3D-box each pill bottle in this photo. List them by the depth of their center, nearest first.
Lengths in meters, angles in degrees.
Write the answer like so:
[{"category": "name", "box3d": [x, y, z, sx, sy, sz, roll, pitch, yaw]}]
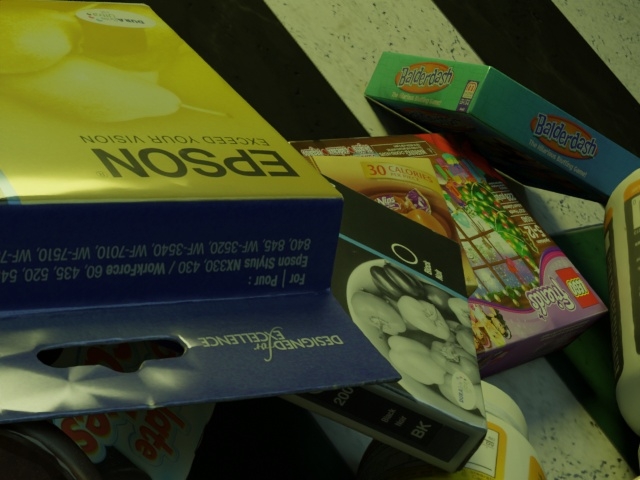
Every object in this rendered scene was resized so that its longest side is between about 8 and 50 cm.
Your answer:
[{"category": "pill bottle", "box3d": [0.072, 0.169, 0.970, 0.117, 0.117, 0.208, 39, 27, -12]}, {"category": "pill bottle", "box3d": [0.317, 0.076, 1.368, 0.162, 0.162, 0.278, 29, 46, -30]}]

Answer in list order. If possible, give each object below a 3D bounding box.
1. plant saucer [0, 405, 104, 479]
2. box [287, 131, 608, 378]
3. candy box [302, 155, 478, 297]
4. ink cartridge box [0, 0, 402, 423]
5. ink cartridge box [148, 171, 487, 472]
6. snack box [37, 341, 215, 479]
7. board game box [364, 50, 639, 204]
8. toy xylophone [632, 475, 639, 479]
[{"category": "plant saucer", "box3d": [-0.152, 0.139, 0.695, 0.168, 0.029, 0.168, 10, 68, -25]}, {"category": "box", "box3d": [0.090, 0.010, 1.295, 0.201, 0.057, 0.293, 53, 27, 15]}, {"category": "candy box", "box3d": [0.000, 0.000, 1.108, 0.187, 0.053, 0.109, 1, 56, -31]}, {"category": "ink cartridge box", "box3d": [-0.148, -0.032, 0.835, 0.304, 0.072, 0.307, -2, 32, -39]}, {"category": "ink cartridge box", "box3d": [-0.008, 0.023, 0.971, 0.208, 0.045, 0.206, 24, 27, -14]}, {"category": "snack box", "box3d": [-0.148, 0.063, 0.870, 0.187, 0.060, 0.322, 40, 26, -11]}, {"category": "board game box", "box3d": [0.165, -0.096, 1.481, 0.210, 0.047, 0.160, 26, -4, -34]}, {"category": "toy xylophone", "box3d": [0.258, 0.239, 1.049, 0.323, 0.081, 0.236, -30, 74, -30]}]
